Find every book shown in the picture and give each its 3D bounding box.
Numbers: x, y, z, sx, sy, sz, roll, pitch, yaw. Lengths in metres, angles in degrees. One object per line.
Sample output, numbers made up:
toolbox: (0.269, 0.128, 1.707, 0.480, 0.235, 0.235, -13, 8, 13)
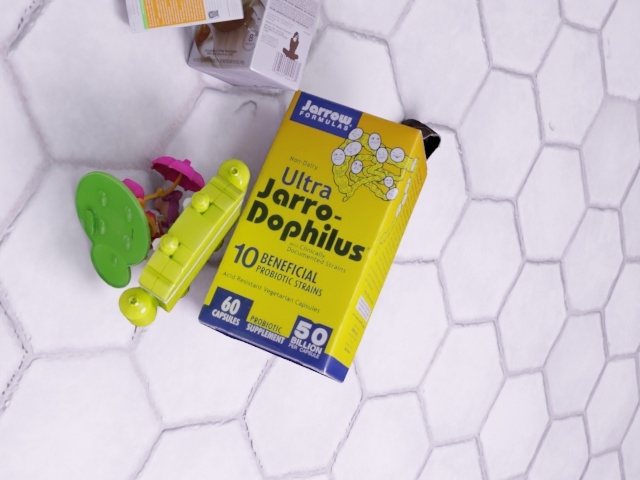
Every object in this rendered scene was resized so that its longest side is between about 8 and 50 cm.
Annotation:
book: (-0.176, -0.321, 1.189, 0.144, 0.035, 0.096, -7, 107, 3)

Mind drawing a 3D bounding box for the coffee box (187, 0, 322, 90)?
coffee box: (-0.075, -0.338, 1.273, 0.098, 0.141, 0.246, 17, 87, -46)

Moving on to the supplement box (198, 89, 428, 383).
supplement box: (0.000, 0.000, 1.347, 0.195, 0.194, 0.356, 56, 55, -74)

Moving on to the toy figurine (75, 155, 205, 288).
toy figurine: (-0.221, -0.040, 1.239, 0.159, 0.130, 0.173, -35, 145, -45)

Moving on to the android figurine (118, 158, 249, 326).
android figurine: (-0.168, 0.005, 1.202, 0.056, 0.273, 0.248, 35, 79, 1)

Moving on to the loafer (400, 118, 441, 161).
loafer: (0.128, -0.120, 1.572, 0.220, 0.078, 0.080, -55, 132, -20)
